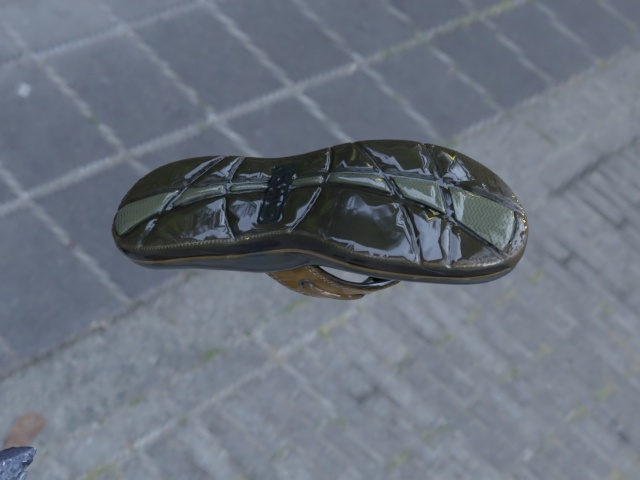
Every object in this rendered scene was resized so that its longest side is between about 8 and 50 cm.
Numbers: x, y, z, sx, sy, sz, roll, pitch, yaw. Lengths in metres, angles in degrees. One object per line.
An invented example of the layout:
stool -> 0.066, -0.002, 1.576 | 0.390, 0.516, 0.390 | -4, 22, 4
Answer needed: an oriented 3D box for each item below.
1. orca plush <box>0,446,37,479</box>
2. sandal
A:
orca plush -> -0.154, 0.178, 0.539 | 0.151, 0.102, 0.287 | -9, 21, -4
sandal -> 0.000, 0.000, 0.863 | 0.219, 0.060, 0.090 | -3, 43, 20
